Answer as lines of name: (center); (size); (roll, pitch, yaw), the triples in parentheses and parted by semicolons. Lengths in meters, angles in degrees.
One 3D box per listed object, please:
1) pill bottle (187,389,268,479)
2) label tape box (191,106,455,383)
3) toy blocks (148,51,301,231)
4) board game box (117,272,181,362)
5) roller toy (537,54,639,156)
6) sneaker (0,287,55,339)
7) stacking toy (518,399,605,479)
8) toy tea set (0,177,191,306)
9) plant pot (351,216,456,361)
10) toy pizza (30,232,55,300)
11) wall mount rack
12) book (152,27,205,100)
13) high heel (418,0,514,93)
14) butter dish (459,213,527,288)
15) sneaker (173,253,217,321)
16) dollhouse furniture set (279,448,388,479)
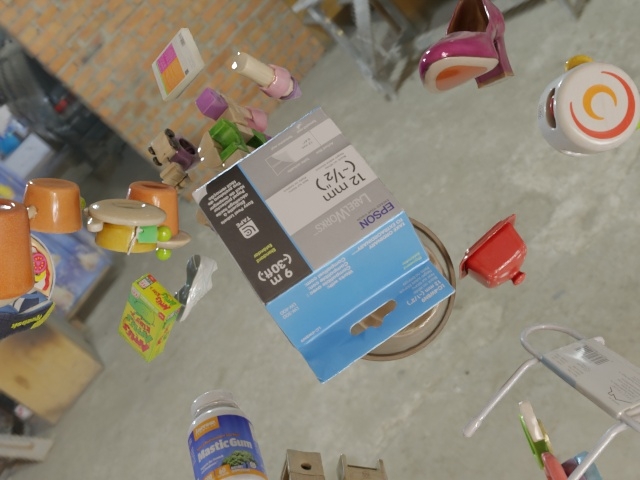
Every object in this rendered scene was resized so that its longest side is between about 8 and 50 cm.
pill bottle: (-0.212, 0.467, 1.740); (0.152, 0.152, 0.272); (-41, 40, 13)
label tape box: (0.000, 0.000, 1.190); (0.249, 0.115, 0.347); (-34, 61, -4)
toy blocks: (-0.120, -0.161, 1.585); (0.309, 0.260, 0.288); (-40, 59, 22)
board game box: (-0.335, 0.153, 1.529); (0.043, 0.092, 0.181); (-39, -14, -41)
roller toy: (0.576, -0.283, 1.708); (0.191, 0.209, 0.146); (-43, 3, -5)
sneaker: (-0.417, 0.092, 1.032); (0.053, 0.059, 0.144); (-50, -12, 16)
stacking toy: (0.534, 0.468, 1.666); (0.130, 0.309, 0.279); (-21, 63, 5)
toy tea set: (-0.292, 0.006, 0.895); (0.200, 0.336, 0.124); (28, 114, 52)
plant pot: (0.127, 0.091, 1.566); (0.323, 0.323, 0.280); (-48, -2, -3)
toy pizza: (-0.618, 0.075, 1.562); (0.032, 0.201, 0.201); (4, 54, 46)
wall mount rack: (0.418, 0.279, 1.279); (0.304, 0.130, 0.350); (-15, 28, -22)
book: (-0.315, -0.384, 1.723); (0.035, 0.096, 0.144); (-17, -10, -43)
high heel: (0.221, -0.344, 1.294); (0.127, 0.181, 0.377); (-21, -1, 24)
butter dish: (0.378, 0.045, 1.642); (0.160, 0.118, 0.160); (-42, -18, -4)
sneaker: (-0.255, 0.102, 1.606); (0.054, 0.061, 0.152); (38, 108, 42)
dollhouse furniture set: (0.020, 0.476, 1.415); (0.129, 0.184, 0.129); (-105, 27, -64)
